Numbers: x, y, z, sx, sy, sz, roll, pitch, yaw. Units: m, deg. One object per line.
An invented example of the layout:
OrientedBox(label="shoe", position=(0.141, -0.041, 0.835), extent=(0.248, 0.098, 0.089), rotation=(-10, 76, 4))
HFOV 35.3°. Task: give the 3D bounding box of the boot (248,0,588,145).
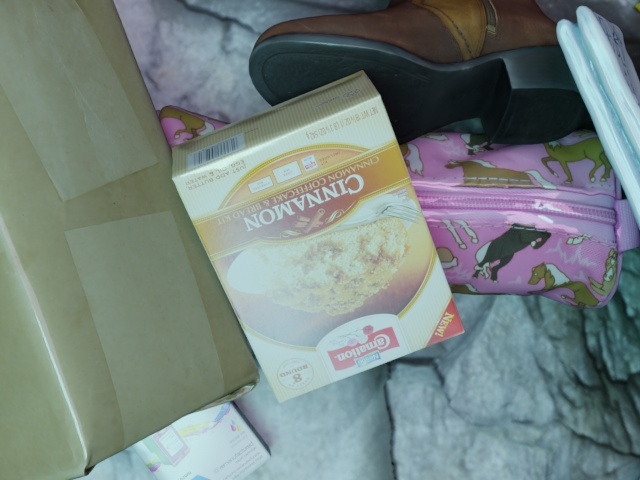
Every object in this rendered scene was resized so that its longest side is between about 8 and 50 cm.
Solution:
OrientedBox(label="boot", position=(0.061, -0.207, 0.796), extent=(0.264, 0.096, 0.280), rotation=(-2, 52, -11))

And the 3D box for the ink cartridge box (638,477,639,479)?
OrientedBox(label="ink cartridge box", position=(0.314, 0.338, 0.882), extent=(0.176, 0.069, 0.371), rotation=(35, 82, -4))

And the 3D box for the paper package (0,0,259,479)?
OrientedBox(label="paper package", position=(-0.245, 0.012, 0.724), extent=(0.309, 0.168, 0.325), rotation=(-22, 89, 38))

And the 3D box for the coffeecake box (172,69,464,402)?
OrientedBox(label="coffeecake box", position=(0.000, 0.000, 0.690), extent=(0.142, 0.068, 0.185), rotation=(-22, 115, 2))

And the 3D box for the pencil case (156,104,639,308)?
OrientedBox(label="pencil case", position=(0.052, -0.024, 0.816), extent=(0.386, 0.167, 0.160), rotation=(2, 128, -7))

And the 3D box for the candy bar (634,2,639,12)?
OrientedBox(label="candy bar", position=(0.337, -0.278, 0.936), extent=(0.040, 0.018, 0.161), rotation=(23, 86, 0))

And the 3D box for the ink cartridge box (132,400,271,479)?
OrientedBox(label="ink cartridge box", position=(-0.113, 0.160, 0.857), extent=(0.088, 0.052, 0.122), rotation=(-38, 90, -6))

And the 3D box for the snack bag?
OrientedBox(label="snack bag", position=(0.275, -0.013, 0.777), extent=(0.037, 0.323, 0.342), rotation=(-22, 90, 21))
